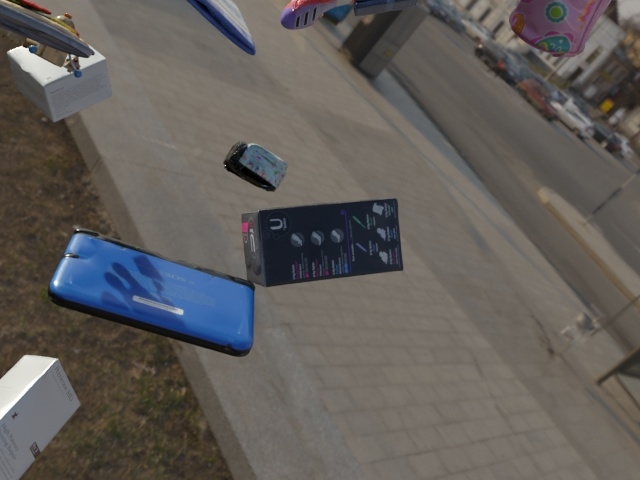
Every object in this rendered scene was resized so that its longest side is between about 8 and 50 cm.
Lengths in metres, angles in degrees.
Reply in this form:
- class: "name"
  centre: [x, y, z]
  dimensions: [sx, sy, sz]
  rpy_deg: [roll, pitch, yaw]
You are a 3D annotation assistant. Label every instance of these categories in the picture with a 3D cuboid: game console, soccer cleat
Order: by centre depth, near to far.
- class: "game console"
  centre: [-0.266, 0.112, 1.085]
  dimensions: [0.293, 0.173, 0.250]
  rpy_deg: [19, 27, -15]
- class: "soccer cleat"
  centre: [-0.005, -0.580, 1.669]
  dimensions: [0.095, 0.248, 0.083]
  rpy_deg: [2, 77, -59]

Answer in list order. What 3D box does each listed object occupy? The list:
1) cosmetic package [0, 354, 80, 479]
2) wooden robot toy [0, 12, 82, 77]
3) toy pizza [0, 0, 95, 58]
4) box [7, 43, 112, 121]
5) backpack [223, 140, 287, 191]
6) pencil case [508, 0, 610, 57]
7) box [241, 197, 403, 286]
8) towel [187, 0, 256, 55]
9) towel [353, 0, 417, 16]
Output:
- class: "cosmetic package"
  centre: [-0.516, 0.310, 1.162]
  dimensions: [0.231, 0.086, 0.117]
  rpy_deg: [-58, 142, -51]
- class: "wooden robot toy"
  centre: [-0.408, -0.312, 1.045]
  dimensions: [0.076, 0.079, 0.173]
  rpy_deg: [32, 3, 25]
- class: "toy pizza"
  centre: [-0.371, -0.276, 0.845]
  dimensions: [0.201, 0.032, 0.201]
  rpy_deg: [21, 2, -1]
- class: "box"
  centre: [-0.665, -0.426, 1.783]
  dimensions: [0.182, 0.119, 0.181]
  rpy_deg: [-35, 61, -30]
- class: "backpack"
  centre: [-0.193, -0.225, 2.116]
  dimensions: [0.182, 0.115, 0.152]
  rpy_deg: [31, -2, -16]
- class: "pencil case"
  centre: [0.360, -0.379, 0.896]
  dimensions: [0.124, 0.284, 0.124]
  rpy_deg: [16, 39, -14]
- class: "box"
  centre: [0.000, 0.000, 1.323]
  dimensions: [0.271, 0.143, 0.165]
  rpy_deg: [-6, 2, -18]
- class: "towel"
  centre: [-0.212, -0.446, 1.263]
  dimensions: [0.209, 0.034, 0.285]
  rpy_deg: [38, 17, -32]
- class: "towel"
  centre: [0.120, -0.442, 1.283]
  dimensions: [0.067, 0.120, 0.029]
  rpy_deg: [139, -59, -89]
